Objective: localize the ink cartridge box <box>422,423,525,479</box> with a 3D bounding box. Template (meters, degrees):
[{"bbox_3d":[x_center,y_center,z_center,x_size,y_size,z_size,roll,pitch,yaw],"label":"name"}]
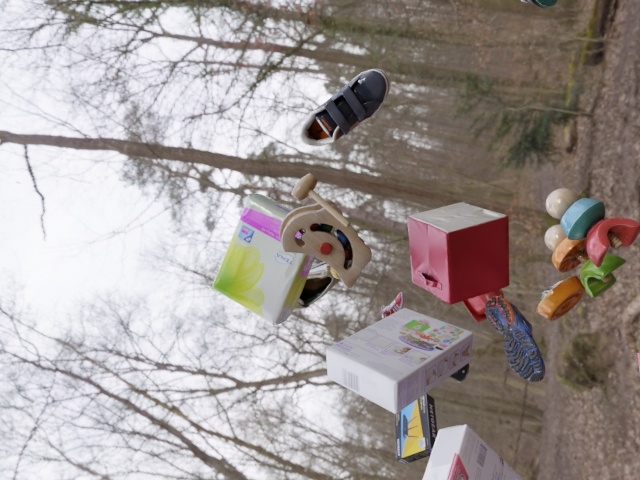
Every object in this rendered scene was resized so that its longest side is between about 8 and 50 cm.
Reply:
[{"bbox_3d":[0.337,0.534,1.163,0.092,0.218,0.158,-35,15,47],"label":"ink cartridge box"}]

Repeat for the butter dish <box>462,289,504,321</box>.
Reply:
[{"bbox_3d":[0.596,0.188,1.936,0.160,0.160,0.118,-19,-21,-32],"label":"butter dish"}]

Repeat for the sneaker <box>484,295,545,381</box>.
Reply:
[{"bbox_3d":[0.485,0.233,1.293,0.087,0.221,0.083,9,-39,-36],"label":"sneaker"}]

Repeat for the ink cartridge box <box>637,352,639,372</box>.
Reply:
[{"bbox_3d":[0.500,0.219,0.725,0.056,0.099,0.135,-4,-94,-24],"label":"ink cartridge box"}]

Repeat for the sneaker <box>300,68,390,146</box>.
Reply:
[{"bbox_3d":[0.070,-0.384,1.610,0.321,0.126,0.127,-37,2,32],"label":"sneaker"}]

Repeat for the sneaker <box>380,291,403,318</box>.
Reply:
[{"bbox_3d":[0.260,0.239,1.956,0.042,0.067,0.118,-99,21,-70],"label":"sneaker"}]

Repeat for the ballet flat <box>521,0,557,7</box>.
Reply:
[{"bbox_3d":[0.465,-0.578,1.211,0.203,0.074,0.074,-3,-68,-42],"label":"ballet flat"}]

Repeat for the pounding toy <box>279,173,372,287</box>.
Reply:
[{"bbox_3d":[0.000,0.000,1.190,0.154,0.155,0.269,-38,-72,3],"label":"pounding toy"}]

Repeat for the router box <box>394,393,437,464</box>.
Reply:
[{"bbox_3d":[0.292,0.577,1.646,0.046,0.133,0.179,37,-144,-27],"label":"router box"}]

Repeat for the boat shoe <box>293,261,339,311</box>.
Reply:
[{"bbox_3d":[-0.078,0.166,1.708,0.302,0.113,0.103,-34,7,11],"label":"boat shoe"}]

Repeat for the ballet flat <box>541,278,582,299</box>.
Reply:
[{"bbox_3d":[0.592,0.125,1.299,0.188,0.070,0.070,63,-132,-80],"label":"ballet flat"}]

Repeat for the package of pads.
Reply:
[{"bbox_3d":[-0.136,0.052,1.446,0.296,0.229,0.101,-66,-19,13],"label":"package of pads"}]

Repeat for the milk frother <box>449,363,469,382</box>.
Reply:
[{"bbox_3d":[0.475,0.458,2.034,0.129,0.135,0.143,-67,6,-27],"label":"milk frother"}]

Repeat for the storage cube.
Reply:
[{"bbox_3d":[0.358,0.025,1.393,0.215,0.184,0.193,-15,-69,-19],"label":"storage cube"}]

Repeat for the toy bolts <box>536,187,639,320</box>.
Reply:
[{"bbox_3d":[0.470,0.015,1.032,0.218,0.158,0.228,-28,-37,-14],"label":"toy bolts"}]

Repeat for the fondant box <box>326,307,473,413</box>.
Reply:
[{"bbox_3d":[0.214,0.304,1.425,0.330,0.238,0.096,-20,-65,-39],"label":"fondant box"}]
